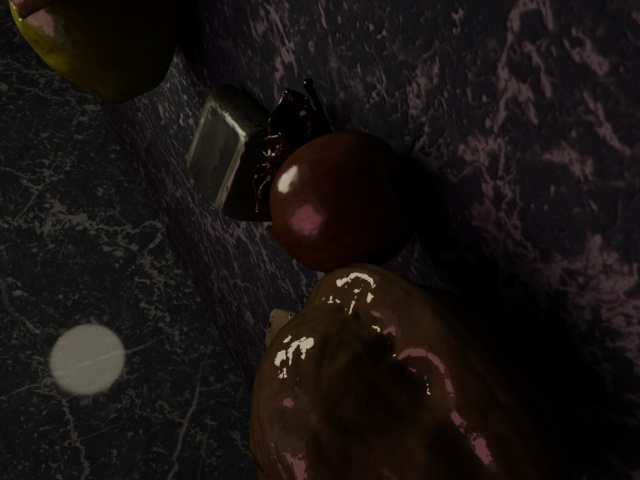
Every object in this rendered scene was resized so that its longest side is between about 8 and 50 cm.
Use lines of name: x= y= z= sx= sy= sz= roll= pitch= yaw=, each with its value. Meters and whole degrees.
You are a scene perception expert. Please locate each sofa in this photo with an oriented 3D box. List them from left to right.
sofa: x=-0.146 y=-0.177 z=1.168 sx=0.210 sy=0.176 sz=0.225 roll=46 pitch=123 yaw=38

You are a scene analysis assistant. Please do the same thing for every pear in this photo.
pear: x=-0.468 y=-0.511 z=1.206 sx=0.352 sy=0.352 sz=0.413 roll=30 pitch=144 yaw=55

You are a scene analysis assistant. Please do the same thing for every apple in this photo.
apple: x=0.028 y=-0.048 z=0.751 sx=0.174 sy=0.188 sz=0.188 roll=-15 pitch=102 yaw=26

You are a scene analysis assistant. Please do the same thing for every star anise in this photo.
star anise: x=-0.041 y=-0.124 z=0.905 sx=0.220 sy=0.126 sz=0.189 roll=145 pitch=143 yaw=-73

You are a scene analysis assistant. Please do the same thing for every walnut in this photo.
walnut: x=0.095 y=0.225 z=0.661 sx=0.383 sy=0.384 sz=0.383 roll=48 pitch=152 yaw=36

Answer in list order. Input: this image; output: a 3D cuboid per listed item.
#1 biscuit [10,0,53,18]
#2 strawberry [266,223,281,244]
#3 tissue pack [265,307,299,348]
biscuit: x=-0.446 y=-0.638 z=0.962 sx=0.104 sy=0.447 sz=0.428 roll=13 pitch=-117 yaw=-68
strawberry: x=0.000 y=0.000 z=0.961 sx=0.187 sy=0.082 sz=0.146 roll=22 pitch=146 yaw=4
tissue pack: x=0.008 y=0.330 z=1.218 sx=0.390 sy=0.195 sz=0.375 roll=167 pitch=91 yaw=-67
